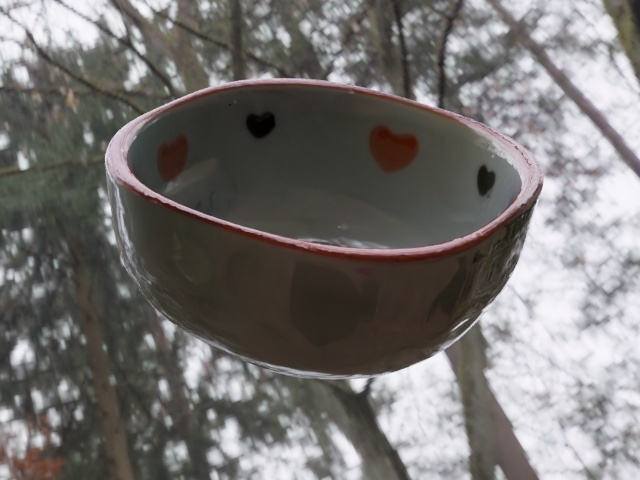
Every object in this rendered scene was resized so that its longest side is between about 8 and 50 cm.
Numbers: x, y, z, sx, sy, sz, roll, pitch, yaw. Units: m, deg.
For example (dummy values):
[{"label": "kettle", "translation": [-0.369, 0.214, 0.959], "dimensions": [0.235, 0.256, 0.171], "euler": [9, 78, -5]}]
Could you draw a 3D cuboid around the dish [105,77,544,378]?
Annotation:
[{"label": "dish", "translation": [0.000, 0.000, 0.758], "dimensions": [0.256, 0.256, 0.117], "euler": [-4, -61, -20]}]
